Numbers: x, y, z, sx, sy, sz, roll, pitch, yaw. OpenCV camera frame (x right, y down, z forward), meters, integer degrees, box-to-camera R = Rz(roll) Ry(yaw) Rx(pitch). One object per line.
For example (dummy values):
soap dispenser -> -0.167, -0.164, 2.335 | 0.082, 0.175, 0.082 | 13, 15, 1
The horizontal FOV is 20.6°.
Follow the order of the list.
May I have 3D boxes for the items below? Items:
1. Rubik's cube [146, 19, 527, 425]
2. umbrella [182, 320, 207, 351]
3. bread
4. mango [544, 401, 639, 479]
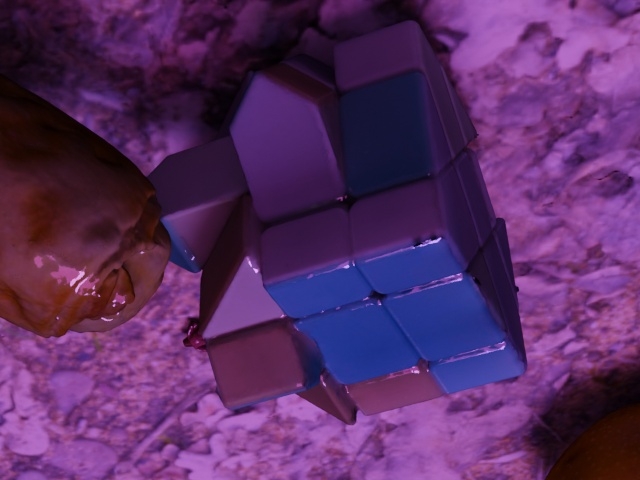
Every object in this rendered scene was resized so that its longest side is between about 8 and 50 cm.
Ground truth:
Rubik's cube -> 0.000, 0.000, 1.144 | 0.213, 0.224, 0.265 | -15, 141, 16
umbrella -> -0.031, 0.048, 1.325 | 0.165, 0.025, 0.027 | -22, 154, 18
bread -> -0.215, -0.038, 1.066 | 0.268, 0.152, 0.130 | 30, 94, 2
mango -> 0.336, 0.199, 1.451 | 0.329, 0.175, 0.176 | -18, 178, -13
